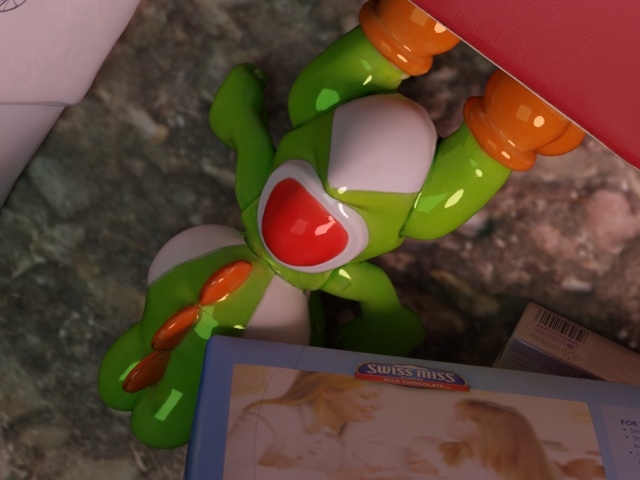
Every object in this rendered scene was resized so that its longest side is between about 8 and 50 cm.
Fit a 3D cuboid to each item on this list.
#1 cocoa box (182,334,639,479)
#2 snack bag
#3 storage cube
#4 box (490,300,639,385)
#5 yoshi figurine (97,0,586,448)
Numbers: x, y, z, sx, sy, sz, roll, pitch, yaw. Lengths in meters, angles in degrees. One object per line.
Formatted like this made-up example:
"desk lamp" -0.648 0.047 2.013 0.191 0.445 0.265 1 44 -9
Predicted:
"cocoa box" 0.082 0.224 0.962 0.347 0.231 0.228 7 121 -4
"snack bag" -0.262 -0.089 1.037 0.037 0.323 0.342 48 119 18
"storage cube" 0.189 -0.181 0.917 0.215 0.183 0.193 38 118 3
"box" 0.266 0.145 1.079 0.324 0.067 0.063 26 117 8
"yoshi figurine" 0.000 -0.009 1.085 0.362 0.203 0.203 -45 130 14
